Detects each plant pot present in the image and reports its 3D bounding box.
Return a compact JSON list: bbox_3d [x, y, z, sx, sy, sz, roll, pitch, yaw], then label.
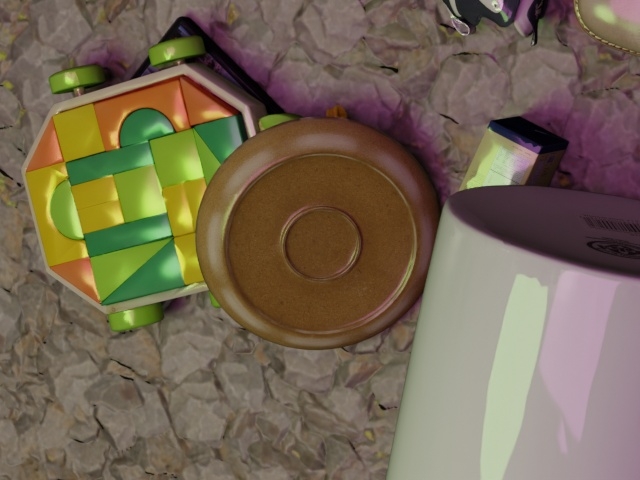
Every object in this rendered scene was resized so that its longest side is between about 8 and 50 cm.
[{"bbox_3d":[0.000,0.000,1.872,0.236,0.032,0.236,-2,109,-5],"label":"plant pot"}]

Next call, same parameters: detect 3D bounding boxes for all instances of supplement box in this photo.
[{"bbox_3d":[0.177,-0.064,1.820,0.056,0.083,0.083,29,107,19],"label":"supplement box"}]

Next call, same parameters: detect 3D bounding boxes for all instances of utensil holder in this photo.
[{"bbox_3d":[0.219,0.176,1.691,0.328,0.327,0.385,16,106,21],"label":"utensil holder"}]

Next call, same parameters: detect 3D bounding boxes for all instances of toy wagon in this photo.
[{"bbox_3d":[-0.130,-0.063,1.937,0.344,0.068,0.267,-14,91,25],"label":"toy wagon"}]

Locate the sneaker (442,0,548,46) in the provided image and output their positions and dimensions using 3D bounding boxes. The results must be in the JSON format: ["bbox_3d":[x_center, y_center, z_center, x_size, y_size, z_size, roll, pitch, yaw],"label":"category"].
[{"bbox_3d":[0.199,-0.259,1.780,0.235,0.094,0.153,-20,90,25],"label":"sneaker"}]

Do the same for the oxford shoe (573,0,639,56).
[{"bbox_3d":[0.395,-0.208,1.670,0.397,0.146,0.140,1,100,24],"label":"oxford shoe"}]

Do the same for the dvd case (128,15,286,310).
[{"bbox_3d":[-0.151,-0.075,1.995,0.180,0.022,0.253,45,112,13],"label":"dvd case"}]
